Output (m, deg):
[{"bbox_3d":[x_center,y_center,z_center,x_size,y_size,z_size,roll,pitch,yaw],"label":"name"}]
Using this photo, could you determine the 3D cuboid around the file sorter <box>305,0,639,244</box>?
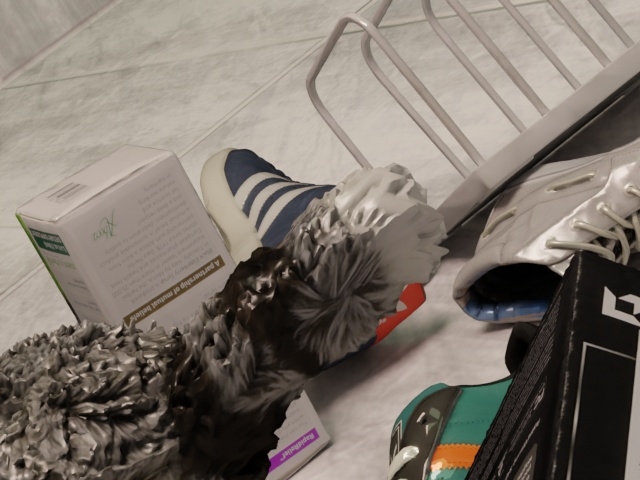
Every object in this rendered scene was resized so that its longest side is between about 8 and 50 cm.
[{"bbox_3d":[0.148,-0.154,1.344,0.277,0.173,0.193,-38,-5,-19],"label":"file sorter"}]

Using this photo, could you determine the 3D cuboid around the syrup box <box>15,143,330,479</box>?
[{"bbox_3d":[-0.098,0.059,1.173,0.096,0.237,0.093,-33,19,-19],"label":"syrup box"}]

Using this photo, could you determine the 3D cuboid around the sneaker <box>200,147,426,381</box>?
[{"bbox_3d":[0.000,0.000,1.371,0.148,0.131,0.350,-24,25,0],"label":"sneaker"}]

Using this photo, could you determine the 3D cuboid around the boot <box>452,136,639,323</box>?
[{"bbox_3d":[0.200,-0.006,1.144,0.258,0.095,0.123,-22,26,48],"label":"boot"}]

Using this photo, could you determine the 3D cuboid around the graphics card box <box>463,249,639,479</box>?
[{"bbox_3d":[0.064,0.207,0.538,0.371,0.094,0.233,-74,2,-51],"label":"graphics card box"}]

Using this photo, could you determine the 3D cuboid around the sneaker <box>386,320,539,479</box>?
[{"bbox_3d":[0.063,0.149,0.850,0.121,0.108,0.302,34,48,20],"label":"sneaker"}]

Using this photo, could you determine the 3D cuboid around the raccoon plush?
[{"bbox_3d":[-0.156,0.091,1.068,0.446,0.216,0.299,-39,47,-13],"label":"raccoon plush"}]
